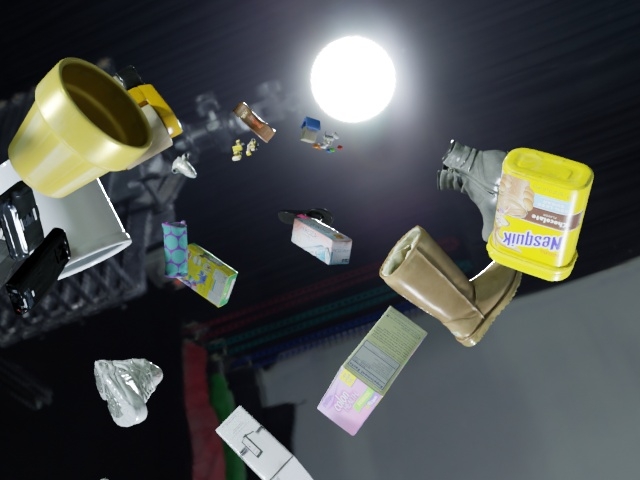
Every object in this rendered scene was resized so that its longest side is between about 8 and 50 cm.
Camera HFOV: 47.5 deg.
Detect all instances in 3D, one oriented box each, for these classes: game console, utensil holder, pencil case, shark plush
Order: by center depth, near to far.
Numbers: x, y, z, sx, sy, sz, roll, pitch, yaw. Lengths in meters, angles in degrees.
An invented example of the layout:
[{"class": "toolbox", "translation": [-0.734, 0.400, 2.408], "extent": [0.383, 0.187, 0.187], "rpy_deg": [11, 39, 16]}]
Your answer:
[{"class": "game console", "translation": [-0.698, 0.003, 1.758], "extent": [0.213, 0.044, 0.361], "rpy_deg": [-66, -13, -44]}, {"class": "pencil case", "translation": [-0.389, 0.024, 1.947], "extent": [0.070, 0.065, 0.151], "rpy_deg": [22, 115, 51]}, {"class": "shark plush", "translation": [-0.443, -0.226, 2.327], "extent": [0.067, 0.073, 0.161], "rpy_deg": [37, 164, -23]}, {"class": "utensil holder", "translation": [-0.858, -0.098, 2.416], "extent": [0.385, 0.328, 0.327], "rpy_deg": [65, -172, 0]}]

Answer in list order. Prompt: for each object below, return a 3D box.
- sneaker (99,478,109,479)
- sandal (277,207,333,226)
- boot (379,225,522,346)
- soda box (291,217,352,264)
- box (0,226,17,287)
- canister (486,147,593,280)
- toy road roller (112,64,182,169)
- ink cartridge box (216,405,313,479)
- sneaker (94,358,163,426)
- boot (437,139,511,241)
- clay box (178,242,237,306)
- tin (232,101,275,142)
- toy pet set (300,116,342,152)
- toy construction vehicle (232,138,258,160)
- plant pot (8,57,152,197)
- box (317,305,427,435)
[{"class": "sneaker", "translation": [-0.620, 0.698, 1.860], "extent": [0.083, 0.222, 0.118], "rpy_deg": [53, -153, 19]}, {"class": "sandal", "translation": [-0.044, -0.056, 2.049], "extent": [0.040, 0.179, 0.067], "rpy_deg": [-63, -38, -39]}, {"class": "boot", "translation": [0.280, 0.062, 1.510], "extent": [0.269, 0.236, 0.089], "rpy_deg": [42, 160, -24]}, {"class": "soda box", "translation": [0.000, 0.000, 1.739], "extent": [0.183, 0.058, 0.062], "rpy_deg": [31, 117, 54]}, {"class": "box", "translation": [-0.994, 0.020, 2.062], "extent": [0.079, 0.257, 0.322], "rpy_deg": [32, 180, 23]}, {"class": "canister", "translation": [0.309, -0.037, 1.030], "extent": [0.073, 0.126, 0.169], "rpy_deg": [-49, -32, -37]}, {"class": "toy road roller", "translation": [-0.488, -0.275, 1.891], "extent": [0.329, 0.203, 0.240], "rpy_deg": [48, 164, 39]}, {"class": "ink cartridge box", "translation": [-0.128, 0.497, 1.681], "extent": [0.203, 0.086, 0.148], "rpy_deg": [32, 159, 39]}, {"class": "sneaker", "translation": [-0.343, 0.263, 1.343], "extent": [0.232, 0.115, 0.090], "rpy_deg": [25, 124, 60]}, {"class": "boot", "translation": [0.330, -0.108, 1.571], "extent": [0.083, 0.161, 0.246], "rpy_deg": [-67, -17, -45]}, {"class": "clay box", "translation": [-0.383, 0.104, 2.367], "extent": [0.222, 0.127, 0.053], "rpy_deg": [33, -152, 20]}, {"class": "tin", "translation": [-0.150, -0.271, 1.666], "extent": [0.106, 0.040, 0.189], "rpy_deg": [46, -176, -10]}, {"class": "toy pet set", "translation": [0.002, -0.293, 2.005], "extent": [0.122, 0.114, 0.065], "rpy_deg": [-173, 98, -72]}, {"class": "toy construction vehicle", "translation": [-0.254, -0.306, 2.398], "extent": [0.098, 0.086, 0.035], "rpy_deg": [-74, -30, -47]}, {"class": "plant pot", "translation": [-0.542, -0.227, 1.592], "extent": [0.254, 0.239, 0.254], "rpy_deg": [45, -159, -23]}, {"class": "box", "translation": [0.129, 0.323, 1.808], "extent": [0.117, 0.243, 0.213], "rpy_deg": [36, 137, 11]}]
